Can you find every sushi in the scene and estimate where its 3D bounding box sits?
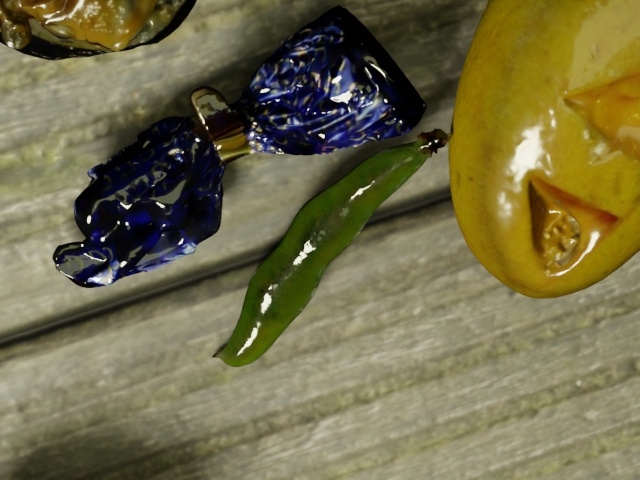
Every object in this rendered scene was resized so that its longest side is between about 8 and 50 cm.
[{"bbox_3d":[-0.192,-0.243,1.449,0.213,0.204,0.200,-8,99,-13],"label":"sushi"}]

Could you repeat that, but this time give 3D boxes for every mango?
[{"bbox_3d":[0.240,-0.118,1.571,0.253,0.182,0.365,18,110,-15],"label":"mango"}]

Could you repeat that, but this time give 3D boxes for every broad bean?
[{"bbox_3d":[-0.001,-0.001,1.597,0.060,0.043,0.297,39,110,-4],"label":"broad bean"}]

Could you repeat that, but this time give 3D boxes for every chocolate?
[{"bbox_3d":[-0.088,-0.077,1.559,0.343,0.126,0.148,-30,143,6],"label":"chocolate"}]
